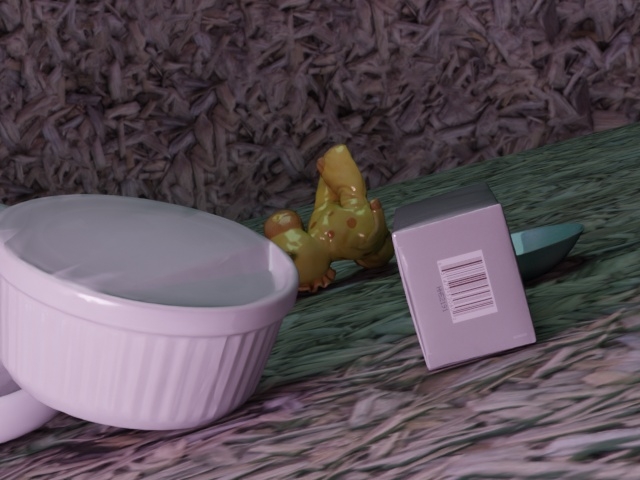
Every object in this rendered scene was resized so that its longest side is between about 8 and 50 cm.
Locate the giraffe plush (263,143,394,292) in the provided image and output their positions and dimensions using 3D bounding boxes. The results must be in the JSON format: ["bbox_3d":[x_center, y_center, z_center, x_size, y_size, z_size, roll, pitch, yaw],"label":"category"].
[{"bbox_3d":[0.000,0.000,1.975,0.170,0.181,0.210,-26,41,-3],"label":"giraffe plush"}]

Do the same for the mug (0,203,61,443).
[{"bbox_3d":[-0.388,0.102,1.448,0.328,0.276,0.374,-14,27,-37],"label":"mug"}]

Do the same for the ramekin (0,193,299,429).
[{"bbox_3d":[-0.160,0.063,1.308,0.273,0.127,0.273,10,18,-3],"label":"ramekin"}]

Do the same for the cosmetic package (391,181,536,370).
[{"bbox_3d":[0.125,0.026,1.335,0.107,0.127,0.238,-16,4,3],"label":"cosmetic package"}]

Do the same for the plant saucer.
[{"bbox_3d":[0.194,0.025,1.612,0.195,0.037,0.195,-15,5,1],"label":"plant saucer"}]
